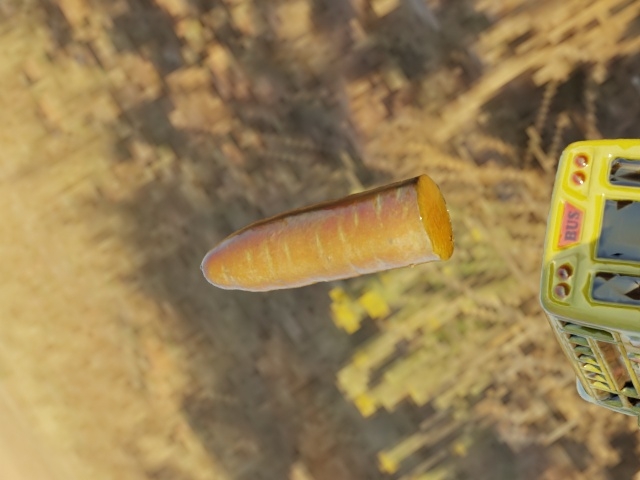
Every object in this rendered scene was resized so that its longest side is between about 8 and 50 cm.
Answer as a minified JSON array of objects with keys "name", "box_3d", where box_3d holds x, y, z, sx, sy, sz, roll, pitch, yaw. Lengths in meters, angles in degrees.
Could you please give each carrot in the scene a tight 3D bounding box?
[{"name":"carrot","box_3d":[0.000,0.000,0.951,0.139,0.048,0.048,-12,120,27]}]

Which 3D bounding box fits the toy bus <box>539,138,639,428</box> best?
[{"name":"toy bus","box_3d":[0.237,0.042,1.222,0.151,0.145,0.331,5,163,16]}]
